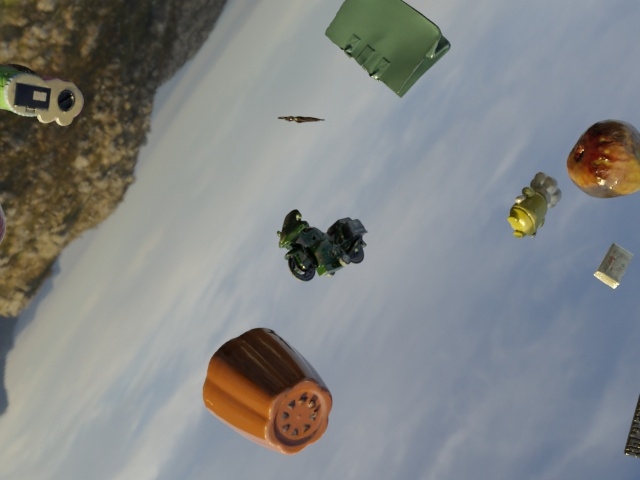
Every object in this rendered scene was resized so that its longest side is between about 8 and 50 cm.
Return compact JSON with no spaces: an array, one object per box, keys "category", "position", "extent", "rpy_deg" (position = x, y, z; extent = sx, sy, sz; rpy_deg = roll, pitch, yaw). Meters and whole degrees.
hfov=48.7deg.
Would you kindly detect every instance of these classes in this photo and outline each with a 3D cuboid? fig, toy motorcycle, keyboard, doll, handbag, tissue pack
[{"category":"fig","position":[0.620,-0.151,1.424],"extent":[0.159,0.257,0.159],"rpy_deg":[-24,-117,61]},{"category":"toy motorcycle","position":[0.000,0.000,1.803],"extent":[0.275,0.187,0.125],"rpy_deg":[-14,163,-43]},{"category":"keyboard","position":[0.648,0.327,1.381],"extent":[0.013,0.061,0.204],"rpy_deg":[-170,-84,-87]},{"category":"doll","position":[0.450,-0.075,1.489],"extent":[0.062,0.106,0.162],"rpy_deg":[9,-135,48]},{"category":"handbag","position":[0.118,-0.380,1.315],"extent":[0.144,0.221,0.057],"rpy_deg":[-48,154,12]},{"category":"tissue pack","position":[0.662,0.056,1.594],"extent":[0.108,0.056,0.023],"rpy_deg":[-45,163,-34]}]

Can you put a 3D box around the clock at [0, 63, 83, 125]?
[{"category":"clock","position":[-0.617,-0.307,1.438],"extent":[0.196,0.194,0.100],"rpy_deg":[19,-80,31]}]

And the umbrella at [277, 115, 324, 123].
[{"category":"umbrella","position":[-0.039,-0.227,1.323],"extent":[0.022,0.013,0.122],"rpy_deg":[-22,-156,-40]}]

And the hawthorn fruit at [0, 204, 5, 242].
[{"category":"hawthorn fruit","position":[-0.572,-0.020,1.085],"extent":[0.197,0.225,0.196],"rpy_deg":[-13,-133,14]}]

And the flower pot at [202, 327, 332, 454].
[{"category":"flower pot","position":[-0.079,0.261,1.179],"extent":[0.190,0.191,0.173],"rpy_deg":[-57,-146,-6]}]
